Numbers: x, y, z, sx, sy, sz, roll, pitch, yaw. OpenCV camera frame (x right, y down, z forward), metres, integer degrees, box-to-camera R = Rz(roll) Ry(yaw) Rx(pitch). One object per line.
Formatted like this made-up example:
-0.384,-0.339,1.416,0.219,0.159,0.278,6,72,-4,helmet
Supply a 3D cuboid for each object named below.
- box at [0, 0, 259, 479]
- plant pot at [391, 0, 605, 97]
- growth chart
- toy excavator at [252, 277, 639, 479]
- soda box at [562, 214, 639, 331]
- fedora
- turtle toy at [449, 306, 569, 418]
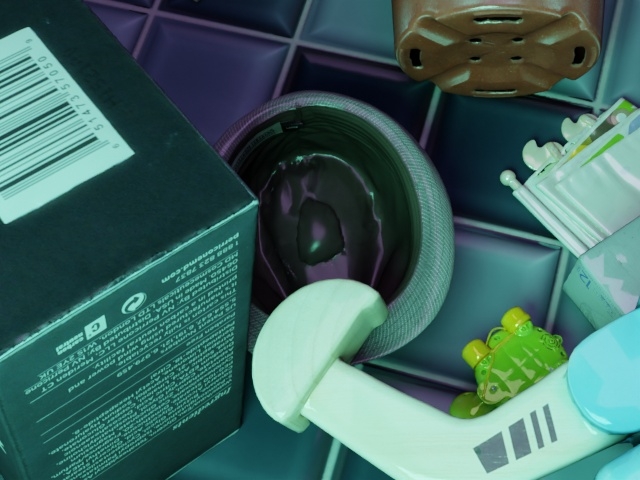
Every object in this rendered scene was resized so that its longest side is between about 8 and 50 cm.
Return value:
-0.223,0.025,0.895,0.212,0.395,0.293,-33,67,-22,box
0.177,-0.303,1.122,0.272,0.272,0.265,2,73,4,plant pot
0.317,-0.069,1.124,0.237,0.021,0.172,-29,67,-10,growth chart
0.221,0.143,0.839,0.445,0.222,0.433,-31,71,0,toy excavator
0.344,0.114,0.991,0.098,0.091,0.286,-33,72,-10,soda box
0.000,0.000,1.055,0.243,0.124,0.275,-18,72,-3,fedora
0.172,0.129,1.018,0.130,0.066,0.095,-37,69,-12,turtle toy
